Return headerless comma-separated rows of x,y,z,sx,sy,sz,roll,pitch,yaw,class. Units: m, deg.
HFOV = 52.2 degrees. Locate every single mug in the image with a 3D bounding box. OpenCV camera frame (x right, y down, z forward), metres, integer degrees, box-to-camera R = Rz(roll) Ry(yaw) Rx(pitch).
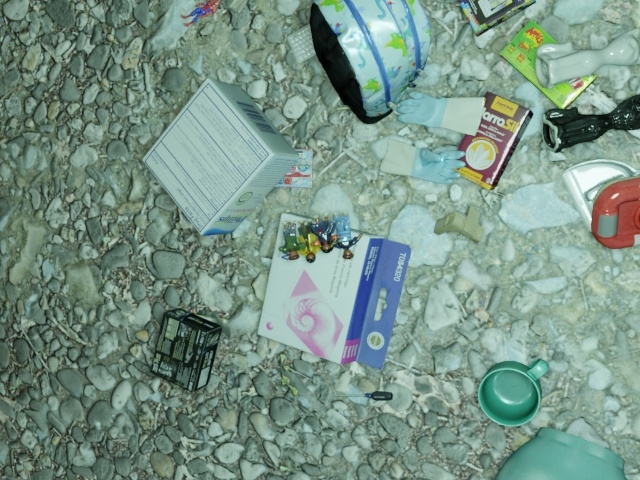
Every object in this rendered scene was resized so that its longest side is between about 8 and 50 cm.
0.431,0.328,1.434,0.158,0.097,0.129,-13,89,22,mug

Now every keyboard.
0.041,-0.515,1.563,0.256,0.014,0.072,-24,86,23,keyboard

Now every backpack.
0.095,-0.414,1.362,0.273,0.355,0.290,-24,88,19,backpack

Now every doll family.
0.000,0.000,1.528,0.193,0.076,0.111,-12,82,18,doll family

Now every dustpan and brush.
0.620,-0.120,1.335,0.211,0.060,0.147,-27,85,22,dustpan and brush

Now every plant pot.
0.508,0.507,1.343,0.293,0.293,0.196,19,76,20,plant pot

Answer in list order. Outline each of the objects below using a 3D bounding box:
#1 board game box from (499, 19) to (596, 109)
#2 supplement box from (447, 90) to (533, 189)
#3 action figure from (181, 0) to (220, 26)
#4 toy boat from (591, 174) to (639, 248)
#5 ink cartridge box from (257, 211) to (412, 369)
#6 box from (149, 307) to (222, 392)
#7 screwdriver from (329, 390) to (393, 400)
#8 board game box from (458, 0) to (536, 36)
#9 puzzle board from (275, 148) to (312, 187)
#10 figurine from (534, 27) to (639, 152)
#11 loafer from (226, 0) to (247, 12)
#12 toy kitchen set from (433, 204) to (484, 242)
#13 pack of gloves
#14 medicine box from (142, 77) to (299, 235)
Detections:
0.479,-0.368,1.380,0.181,0.043,0.092,47,109,12,board game box
0.369,-0.214,1.419,0.104,0.081,0.188,29,105,18,supplement box
-0.308,-0.593,1.693,0.115,0.030,0.038,-20,82,21,action figure
0.649,-0.041,1.250,0.231,0.151,0.151,-10,124,3,toy boat
0.026,0.125,1.600,0.330,0.071,0.324,15,100,22,ink cartridge box
-0.364,0.295,1.769,0.147,0.077,0.180,19,101,20,box
0.098,0.381,1.618,0.170,0.024,0.025,-2,124,24,screwdriver
0.361,-0.553,1.410,0.141,0.048,0.170,-26,84,20,board game box
-0.080,-0.182,1.645,0.128,0.011,0.096,3,96,22,puzzle board
0.549,-0.302,1.303,0.209,0.092,0.215,-13,109,1,figurine
-0.184,-0.627,1.638,0.125,0.039,0.045,-47,44,16,loafer
0.320,-0.038,1.488,0.083,0.075,0.068,29,65,-15,toy kitchen set
0.232,-0.233,1.444,0.232,0.046,0.195,18,97,44,pack of gloves
-0.250,-0.203,1.632,0.289,0.149,0.263,-45,75,21,medicine box
